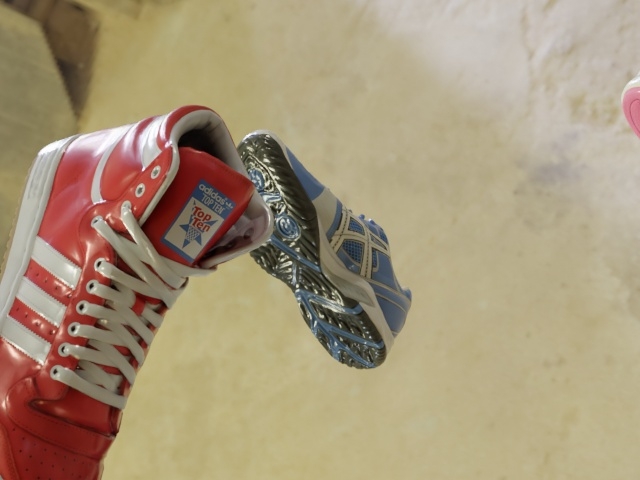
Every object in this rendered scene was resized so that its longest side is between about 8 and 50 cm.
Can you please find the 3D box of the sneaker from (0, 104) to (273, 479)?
[{"bbox_3d":[-0.049,0.017,0.351,0.067,0.042,0.118,-17,56,32],"label":"sneaker"}]

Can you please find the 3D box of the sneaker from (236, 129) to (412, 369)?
[{"bbox_3d":[0.000,0.000,1.103,0.080,0.211,0.081,-13,25,44],"label":"sneaker"}]

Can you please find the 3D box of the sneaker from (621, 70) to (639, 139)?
[{"bbox_3d":[0.201,-0.079,0.538,0.170,0.063,0.074,-5,49,45],"label":"sneaker"}]
